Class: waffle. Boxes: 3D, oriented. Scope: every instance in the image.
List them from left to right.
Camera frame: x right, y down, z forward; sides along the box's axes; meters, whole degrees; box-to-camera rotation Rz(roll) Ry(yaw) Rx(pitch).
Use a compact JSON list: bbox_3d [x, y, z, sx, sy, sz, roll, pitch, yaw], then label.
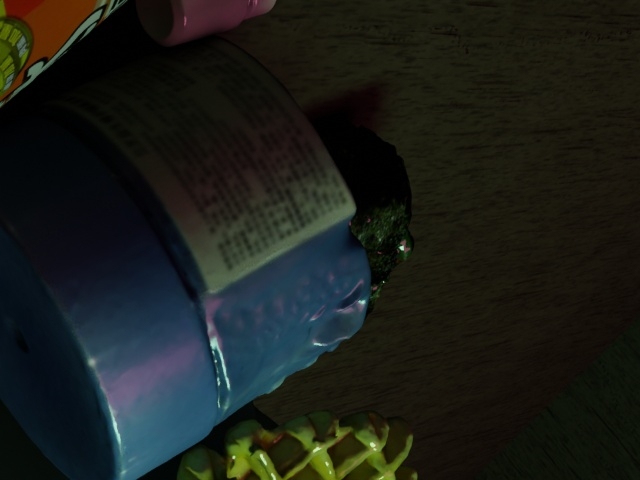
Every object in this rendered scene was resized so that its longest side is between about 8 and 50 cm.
[{"bbox_3d":[-0.036,0.235,1.287,0.250,0.056,0.261,3,113,-46],"label":"waffle"}]

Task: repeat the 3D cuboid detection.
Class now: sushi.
[{"bbox_3d":[0.000,0.000,1.564,0.127,0.124,0.225,-22,149,-39],"label":"sushi"}]

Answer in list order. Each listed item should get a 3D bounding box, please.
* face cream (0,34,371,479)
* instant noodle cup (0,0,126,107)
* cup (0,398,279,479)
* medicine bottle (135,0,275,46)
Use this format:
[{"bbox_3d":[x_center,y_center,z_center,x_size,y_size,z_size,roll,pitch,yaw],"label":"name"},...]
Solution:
[{"bbox_3d":[-0.115,0.011,1.195,0.225,0.249,0.249,-30,159,-23],"label":"face cream"},{"bbox_3d":[-0.169,-0.168,0.748,0.192,0.250,0.250,-38,162,-26],"label":"instant noodle cup"},{"bbox_3d":[-0.150,0.212,1.446,0.257,0.311,0.331,-46,139,-8],"label":"cup"},{"bbox_3d":[-0.075,-0.163,1.175,0.089,0.052,0.052,-22,155,-38],"label":"medicine bottle"}]
